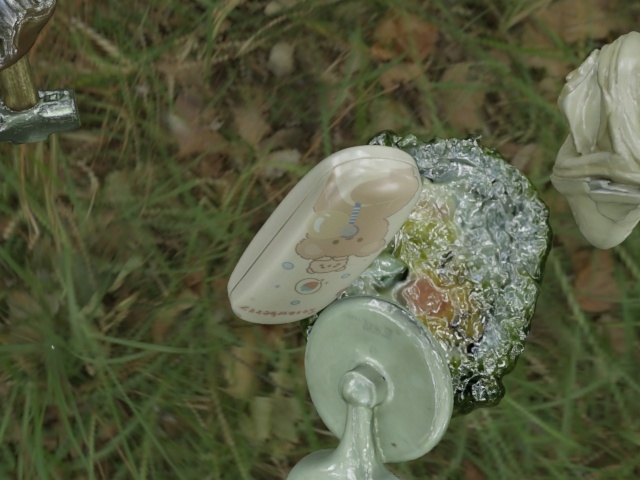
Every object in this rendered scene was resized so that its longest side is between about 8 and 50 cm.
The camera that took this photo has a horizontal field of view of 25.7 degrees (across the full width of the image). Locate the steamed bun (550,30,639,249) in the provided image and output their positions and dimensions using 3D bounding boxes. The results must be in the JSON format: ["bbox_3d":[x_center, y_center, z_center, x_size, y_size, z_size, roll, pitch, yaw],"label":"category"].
[{"bbox_3d":[0.301,-0.119,1.388,0.144,0.218,0.211,35,62,3],"label":"steamed bun"}]

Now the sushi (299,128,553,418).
[{"bbox_3d":[0.121,0.038,1.754,0.294,0.178,0.352,20,66,-6],"label":"sushi"}]

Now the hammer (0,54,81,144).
[{"bbox_3d":[-0.312,-0.234,1.320,0.111,0.365,0.043,-11,48,-6],"label":"hammer"}]

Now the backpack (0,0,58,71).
[{"bbox_3d":[-0.241,-0.138,0.498,0.201,0.353,0.378,33,65,-33],"label":"backpack"}]

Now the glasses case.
[{"bbox_3d":[0.000,0.000,1.014,0.081,0.204,0.051,2,56,-30],"label":"glasses case"}]

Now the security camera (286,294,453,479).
[{"bbox_3d":[0.035,0.197,1.260,0.080,0.157,0.302,-18,117,-49],"label":"security camera"}]
